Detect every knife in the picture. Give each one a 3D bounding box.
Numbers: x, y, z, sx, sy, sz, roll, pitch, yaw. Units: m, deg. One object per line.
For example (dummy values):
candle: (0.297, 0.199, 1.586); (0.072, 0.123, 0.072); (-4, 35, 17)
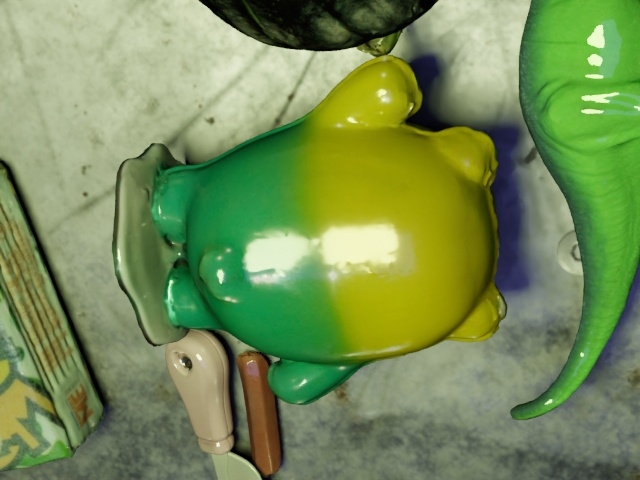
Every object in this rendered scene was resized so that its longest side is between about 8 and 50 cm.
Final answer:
knife: (-0.092, 0.247, 1.329); (0.081, 0.043, 0.335); (2, 116, 39)

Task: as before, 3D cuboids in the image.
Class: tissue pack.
tissue pack: (-0.391, 0.095, 1.291); (0.228, 0.128, 0.310); (-15, 106, 18)

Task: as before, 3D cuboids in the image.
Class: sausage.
sausage: (-0.064, 0.186, 1.309); (0.030, 0.035, 0.147); (11, 117, 40)

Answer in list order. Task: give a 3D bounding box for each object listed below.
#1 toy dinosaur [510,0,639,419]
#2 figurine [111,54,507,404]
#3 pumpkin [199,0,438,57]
toy dinosaur: (0.187, -0.108, 1.097); (0.374, 0.144, 0.500); (35, 108, 3)
figurine: (0.000, 0.000, 1.126); (0.340, 0.231, 0.323); (-4, 104, 18)
pumpkin: (0.022, -0.277, 1.010); (0.296, 0.296, 0.295); (4, 110, 10)
